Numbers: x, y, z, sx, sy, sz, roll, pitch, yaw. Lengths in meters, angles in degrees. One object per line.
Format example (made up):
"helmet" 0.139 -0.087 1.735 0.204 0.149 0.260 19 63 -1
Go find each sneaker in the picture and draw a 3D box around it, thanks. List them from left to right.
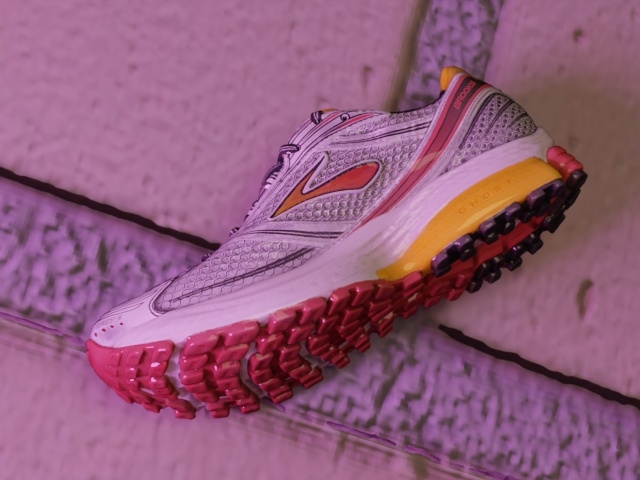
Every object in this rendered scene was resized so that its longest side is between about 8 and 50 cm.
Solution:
"sneaker" 0.000 0.000 0.637 0.225 0.088 0.093 -27 66 -22
